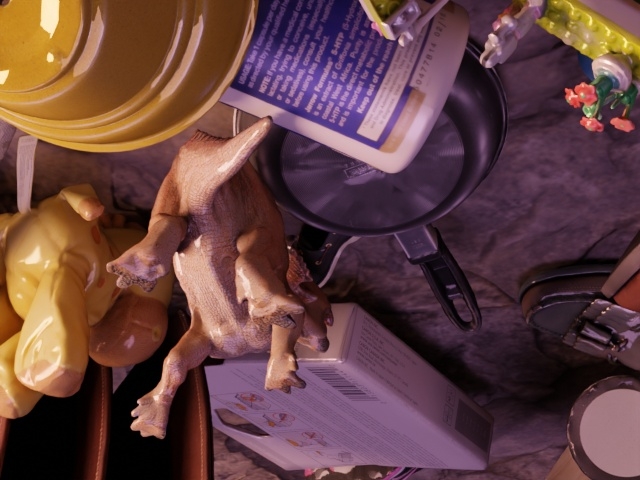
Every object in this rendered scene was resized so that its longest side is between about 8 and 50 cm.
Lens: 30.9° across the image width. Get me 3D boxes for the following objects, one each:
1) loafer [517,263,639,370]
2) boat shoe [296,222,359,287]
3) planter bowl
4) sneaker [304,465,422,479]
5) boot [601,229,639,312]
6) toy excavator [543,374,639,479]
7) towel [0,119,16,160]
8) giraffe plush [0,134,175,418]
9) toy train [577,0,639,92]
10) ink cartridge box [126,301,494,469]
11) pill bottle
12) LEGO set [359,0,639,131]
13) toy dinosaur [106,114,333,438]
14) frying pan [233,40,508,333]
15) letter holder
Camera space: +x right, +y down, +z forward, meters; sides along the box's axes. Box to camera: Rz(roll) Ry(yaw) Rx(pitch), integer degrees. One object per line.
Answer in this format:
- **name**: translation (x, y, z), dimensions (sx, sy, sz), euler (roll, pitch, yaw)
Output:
- **loafer**: translation (0.312, 0.082, 1.046), dimensions (0.268, 0.084, 0.096), euler (7, 147, -10)
- **boat shoe**: translation (0.000, -0.001, 0.953), dimensions (0.042, 0.049, 0.133), euler (13, 138, -26)
- **planter bowl**: translation (-0.148, -0.136, 0.607), dimensions (0.217, 0.090, 0.217), euler (6, 114, 14)
- **sneaker**: translation (0.057, 0.279, 1.370), dimensions (0.077, 0.072, 0.178), euler (14, 152, -39)
- **boot**: translation (0.335, 0.049, 0.657), dimensions (0.264, 0.096, 0.280), euler (-40, 90, 31)
- **toy excavator**: translation (0.431, 0.279, 1.087), dimensions (0.445, 0.433, 0.222), euler (35, 177, 16)
- **towel**: translation (-0.376, -0.030, 0.737), dimensions (0.312, 0.056, 0.324), euler (10, 131, -36)
- **giraffe plush**: translation (-0.188, 0.039, 0.927), dimensions (0.181, 0.210, 0.170), euler (14, 177, 36)
- **toy train**: translation (0.291, -0.135, 0.706), dimensions (0.248, 0.105, 0.143), euler (6, 157, -9)
- **ink cartridge box**: translation (-0.004, 0.159, 1.184), dimensions (0.261, 0.066, 0.296), euler (-6, 148, 34)
- **pill bottle**: translation (-0.017, -0.124, 0.693), dimensions (0.187, 0.112, 0.112), euler (22, 143, -8)
- **LEGO set**: translation (0.104, -0.128, 0.612), dimensions (0.287, 0.107, 0.132), euler (48, 163, -16)
- **toy dinosaur**: translation (-0.063, 0.002, 0.800), dimensions (0.127, 0.200, 0.295), euler (1, 134, 5)
- **frying pan**: translation (0.037, -0.025, 0.867), dimensions (0.197, 0.053, 0.326), euler (-1, 133, 0)
- **letter holder**: translation (-0.211, 0.164, 0.970), dimensions (0.152, 0.302, 0.214), euler (33, 106, -23)
